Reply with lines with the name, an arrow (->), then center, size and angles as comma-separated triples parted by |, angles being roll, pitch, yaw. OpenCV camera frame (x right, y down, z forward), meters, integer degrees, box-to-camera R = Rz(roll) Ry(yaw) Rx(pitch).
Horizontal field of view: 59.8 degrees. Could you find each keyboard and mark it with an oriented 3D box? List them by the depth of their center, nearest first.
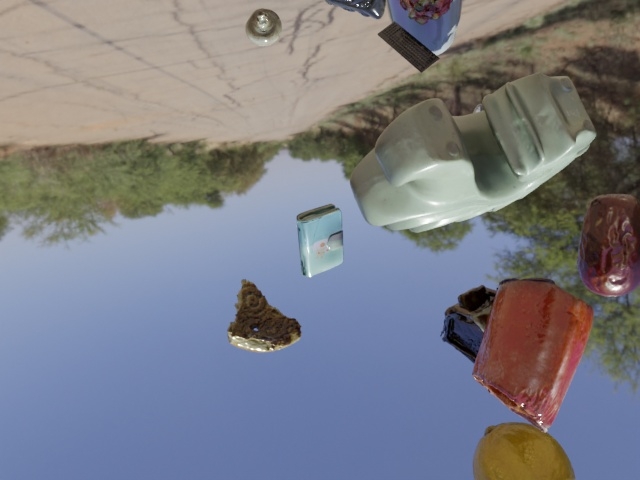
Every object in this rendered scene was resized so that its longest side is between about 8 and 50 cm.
keyboard -> 0.231, -0.516, 1.477 | 0.063, 0.198, 0.010 | -38, 150, 1

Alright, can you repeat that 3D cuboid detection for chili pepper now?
chili pepper -> 0.477, 0.255, 1.308 | 0.251, 0.229, 0.306 | 12, -110, 55

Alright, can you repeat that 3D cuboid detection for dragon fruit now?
dragon fruit -> 0.271, -0.640, 1.431 | 0.166, 0.160, 0.172 | -14, -156, 2

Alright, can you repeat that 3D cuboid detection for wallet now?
wallet -> 0.000, 0.000, 2.020 | 0.176, 0.251, 0.075 | -21, -142, -23

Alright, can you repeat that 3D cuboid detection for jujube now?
jujube -> 0.923, 0.015, 1.755 | 0.222, 0.318, 0.223 | -4, -170, 1

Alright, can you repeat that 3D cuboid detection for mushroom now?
mushroom -> -0.127, -0.479, 1.235 | 0.085, 0.085, 0.079 | -13, 175, -5

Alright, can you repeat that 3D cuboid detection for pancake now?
pancake -> -0.196, 0.239, 1.782 | 0.266, 0.245, 0.057 | -8, 165, -41

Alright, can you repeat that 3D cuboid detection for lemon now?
lemon -> 0.571, 0.656, 1.564 | 0.292, 0.293, 0.293 | -12, -170, 2

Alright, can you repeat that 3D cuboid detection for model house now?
model house -> 0.525, 0.227, 1.633 | 0.317, 0.297, 0.282 | -29, -171, -17

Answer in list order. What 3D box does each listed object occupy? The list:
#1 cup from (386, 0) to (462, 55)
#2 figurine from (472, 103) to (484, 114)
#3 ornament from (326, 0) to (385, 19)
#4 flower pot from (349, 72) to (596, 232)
cup -> 0.336, -0.779, 1.795 | 0.253, 0.254, 0.371 | -10, 161, 13
figurine -> 0.655, -0.422, 2.017 | 0.154, 0.193, 0.420 | -35, -165, -28
ornament -> 0.001, -0.600, 1.286 | 0.260, 0.106, 0.251 | -11, -146, -43
flower pot -> 0.221, -0.128, 0.863 | 0.367, 0.165, 0.254 | -16, 167, -25
